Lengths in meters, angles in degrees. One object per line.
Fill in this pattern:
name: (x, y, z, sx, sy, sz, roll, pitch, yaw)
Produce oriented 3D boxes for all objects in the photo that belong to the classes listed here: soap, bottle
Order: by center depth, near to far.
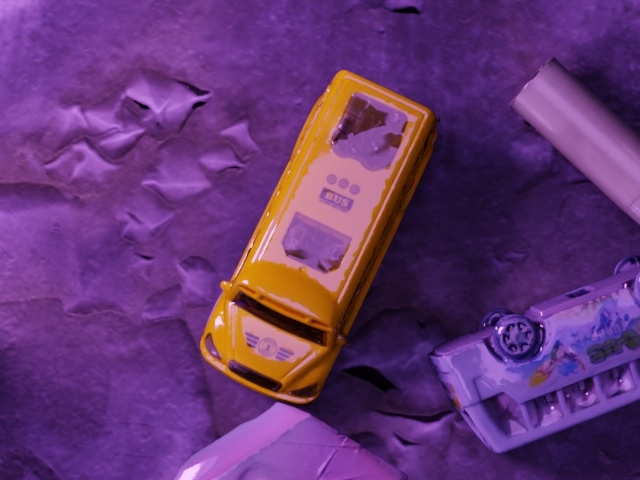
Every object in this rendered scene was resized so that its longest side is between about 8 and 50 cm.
soap: (-0.079, 0.322, 1.703, 0.193, 0.109, 0.324, 34, 83, -13)
bottle: (0.296, -0.102, 1.816, 0.201, 0.072, 0.072, 44, 83, 5)

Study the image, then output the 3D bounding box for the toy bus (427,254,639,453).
toy bus: (0.284, 0.108, 1.772, 0.329, 0.109, 0.136, -21, 93, -4)

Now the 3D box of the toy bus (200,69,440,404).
toy bus: (0.000, 0.000, 1.754, 0.144, 0.152, 0.330, 25, 81, 1)
